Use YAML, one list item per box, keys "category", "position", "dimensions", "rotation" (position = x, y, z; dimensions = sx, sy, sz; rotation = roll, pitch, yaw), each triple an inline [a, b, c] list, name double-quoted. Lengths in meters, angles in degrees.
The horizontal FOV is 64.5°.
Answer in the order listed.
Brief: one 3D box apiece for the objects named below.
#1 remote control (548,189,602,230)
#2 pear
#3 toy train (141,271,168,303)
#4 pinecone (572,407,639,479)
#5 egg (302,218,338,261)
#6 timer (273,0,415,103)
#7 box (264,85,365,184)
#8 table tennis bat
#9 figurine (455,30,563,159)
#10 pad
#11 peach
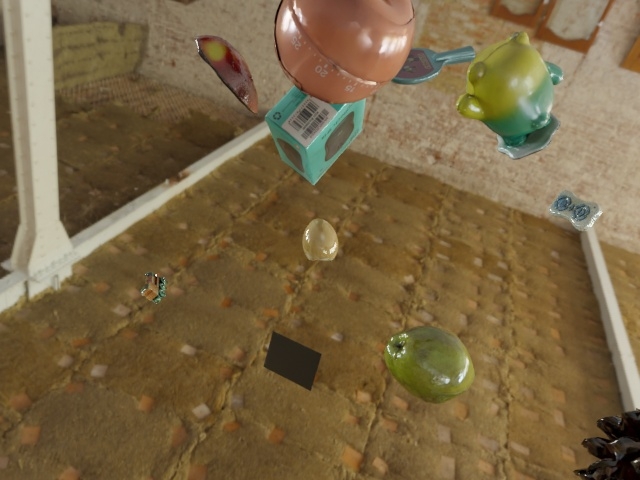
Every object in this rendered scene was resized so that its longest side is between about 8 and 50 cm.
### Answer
- category: "remote control"
  position: [0.608, -0.073, 1.215]
  dimensions: [0.032, 0.074, 0.122]
  rotation: [27, -168, -32]
- category: "pear"
  position: [0.374, 0.424, 1.748]
  dimensions: [0.321, 0.269, 0.269]
  rotation: [31, -154, -19]
- category: "toy train"
  position: [-0.461, 0.127, 1.402]
  dimensions: [0.064, 0.044, 0.103]
  rotation: [42, -165, -33]
- category: "pinecone"
  position: [0.388, 0.284, 0.563]
  dimensions: [0.221, 0.222, 0.221]
  rotation: [11, -149, -7]
- category: "egg"
  position: [0.000, 0.000, 1.122]
  dimensions: [0.080, 0.097, 0.080]
  rotation: [1, 179, 0]
- category: "timer"
  position: [0.039, -0.355, 0.866]
  dimensions: [0.229, 0.215, 0.230]
  rotation: [19, -121, -34]
- category: "box"
  position: [-0.001, -0.266, 1.162]
  dimensions: [0.118, 0.205, 0.311]
  rotation: [43, 175, 6]
- category: "table tennis bat"
  position: [0.279, -0.461, 1.314]
  dimensions: [0.244, 0.040, 0.153]
  rotation: [-11, -130, 2]
- category: "figurine"
  position: [0.563, -0.425, 1.486]
  dimensions: [0.340, 0.323, 0.231]
  rotation: [45, -171, -37]
- category: "pad"
  position: [-0.093, 0.385, 1.629]
  dimensions: [0.190, 0.127, 0.004]
  rotation: [20, -172, 25]
- category: "peach"
  position: [-0.211, -0.422, 1.300]
  dimensions: [0.279, 0.068, 0.189]
  rotation: [36, -154, -60]
